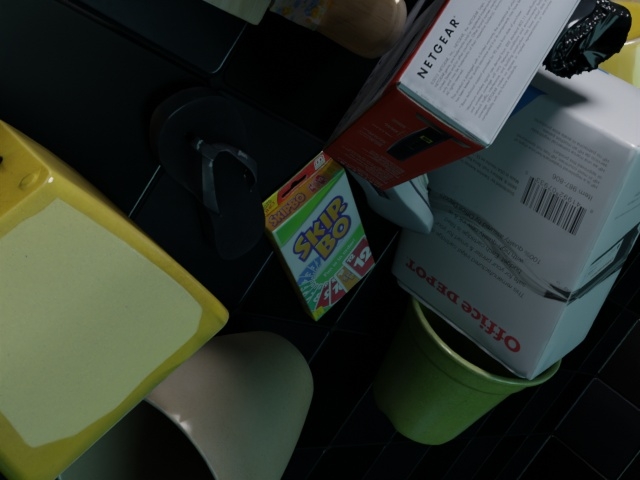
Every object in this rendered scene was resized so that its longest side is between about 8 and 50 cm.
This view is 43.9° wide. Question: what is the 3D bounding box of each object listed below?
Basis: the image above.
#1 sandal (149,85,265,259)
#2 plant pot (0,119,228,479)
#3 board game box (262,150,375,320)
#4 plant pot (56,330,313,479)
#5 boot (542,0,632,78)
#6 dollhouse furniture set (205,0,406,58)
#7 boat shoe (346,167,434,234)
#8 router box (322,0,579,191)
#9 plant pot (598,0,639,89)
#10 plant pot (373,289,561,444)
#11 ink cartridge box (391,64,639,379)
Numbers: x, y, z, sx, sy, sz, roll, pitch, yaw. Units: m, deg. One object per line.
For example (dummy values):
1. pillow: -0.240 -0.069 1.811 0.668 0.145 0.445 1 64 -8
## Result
1. sandal: -0.101 -0.064 0.841 0.097 0.054 0.254 -42 147 -14
2. plant pot: -0.243 0.031 0.641 0.212 0.212 0.187 -43 134 -13
3. board game box: 0.000 0.000 1.055 0.124 0.039 0.259 -43 144 -14
4. plant pot: -0.131 0.224 0.955 0.274 0.256 0.257 -32 147 -54
5. boot: 0.282 -0.282 0.951 0.246 0.207 0.094 -24 140 -36
6. dollhouse furniture set: 0.028 -0.331 0.541 0.362 0.256 0.394 9 116 -54
7. boat shoe: 0.098 -0.092 1.031 0.088 0.096 0.267 -61 145 -11
8. router box: 0.145 -0.215 0.709 0.335 0.082 0.301 -58 -173 -8
9. plant pot: 0.438 -0.220 1.198 0.254 0.254 0.239 -34 128 -24
10. plant pot: 0.221 0.207 1.355 0.276 0.276 0.254 -15 144 -43
11. ink cartridge box: 0.286 -0.049 1.119 0.166 0.285 0.395 -23 139 -37
